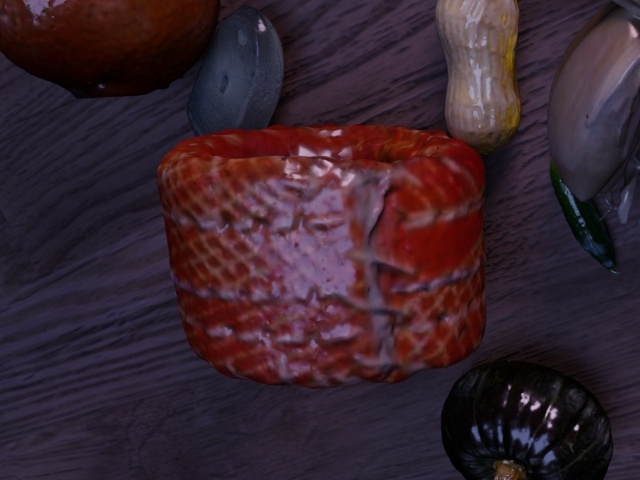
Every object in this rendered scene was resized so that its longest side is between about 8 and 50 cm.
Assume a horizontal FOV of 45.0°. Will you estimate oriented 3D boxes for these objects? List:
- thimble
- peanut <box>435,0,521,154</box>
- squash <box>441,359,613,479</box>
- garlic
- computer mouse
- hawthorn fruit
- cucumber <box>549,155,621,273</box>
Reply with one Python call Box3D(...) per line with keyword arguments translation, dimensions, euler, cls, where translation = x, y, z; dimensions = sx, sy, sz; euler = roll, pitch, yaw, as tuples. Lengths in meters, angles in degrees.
Box3D(translation=(0.000, 0.000, 0.819), dimensions=(0.350, 0.350, 0.230), euler=(4, 107, 25), cls="thimble")
Box3D(translation=(0.166, -0.191, 0.810), dimensions=(0.087, 0.087, 0.206), euler=(3, 111, 26), cls="peanut")
Box3D(translation=(0.236, 0.226, 0.900), dimensions=(0.193, 0.156, 0.193), euler=(28, 129, 42), cls="squash")
Box3D(translation=(0.316, -0.142, 0.679), dimensions=(0.210, 0.237, 0.292), euler=(25, 158, 26), cls="garlic")
Box3D(translation=(-0.098, -0.186, 0.957), dimensions=(0.113, 0.068, 0.229), euler=(52, 136, 21), cls="computer mouse")
Box3D(translation=(-0.265, -0.312, 0.877), dimensions=(0.295, 0.295, 0.311), euler=(-10, 100, 29), cls="hawthorn fruit")
Box3D(translation=(0.285, -0.028, 0.843), dimensions=(0.037, 0.037, 0.155), euler=(-24, 97, 31), cls="cucumber")
